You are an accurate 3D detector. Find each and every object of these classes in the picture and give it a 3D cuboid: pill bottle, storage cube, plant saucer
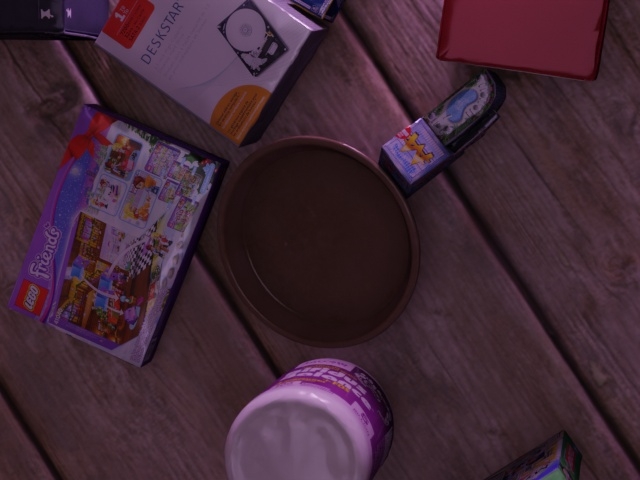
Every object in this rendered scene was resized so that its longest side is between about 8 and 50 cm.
[{"bbox_3d":[-0.001,0.234,1.868,0.169,0.301,0.169,1,96,11],"label":"pill bottle"},{"bbox_3d":[0.248,-0.296,1.834,0.214,0.183,0.193,8,98,10],"label":"storage cube"},{"bbox_3d":[0.000,0.000,1.948,0.277,0.041,0.278,8,110,22],"label":"plant saucer"}]

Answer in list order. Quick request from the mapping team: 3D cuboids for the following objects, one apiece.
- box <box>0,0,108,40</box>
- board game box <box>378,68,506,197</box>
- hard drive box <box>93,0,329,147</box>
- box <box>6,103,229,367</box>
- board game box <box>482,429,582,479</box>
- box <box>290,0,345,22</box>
[{"bbox_3d":[-0.441,-0.426,1.961,0.312,0.179,0.343,2,96,12],"label":"box"},{"bbox_3d":[0.144,-0.124,1.864,0.194,0.194,0.060,-39,87,12],"label":"board game box"},{"bbox_3d":[-0.137,-0.257,1.954,0.232,0.089,0.181,35,106,7],"label":"hard drive box"},{"bbox_3d":[-0.265,-0.008,2.024,0.200,0.057,0.293,24,99,8],"label":"box"},{"bbox_3d":[0.174,0.353,1.890,0.317,0.213,0.046,-34,88,11],"label":"board game box"},{"bbox_3d":[0.028,-0.359,1.934,0.054,0.059,0.169,31,100,11],"label":"box"}]
